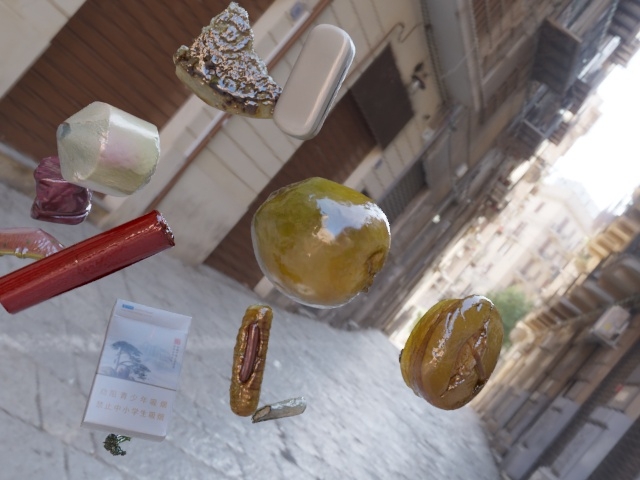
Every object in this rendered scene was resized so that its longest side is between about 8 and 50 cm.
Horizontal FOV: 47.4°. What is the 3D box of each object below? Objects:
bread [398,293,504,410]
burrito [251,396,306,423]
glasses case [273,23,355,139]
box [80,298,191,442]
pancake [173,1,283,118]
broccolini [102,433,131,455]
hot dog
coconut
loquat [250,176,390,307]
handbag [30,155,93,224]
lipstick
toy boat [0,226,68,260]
[{"bbox_3d":[0.300,0.246,1.633,0.195,0.269,0.143,45,-23,-23],"label":"bread"},{"bbox_3d":[-0.104,0.433,1.866,0.149,0.055,0.041,-6,39,-27],"label":"burrito"},{"bbox_3d":[-0.011,-0.267,1.234,0.083,0.196,0.050,27,3,16],"label":"glasses case"},{"bbox_3d":[-0.333,0.236,1.332,0.150,0.233,0.067,18,-29,-18],"label":"box"},{"bbox_3d":[-0.191,-0.404,1.630,0.266,0.244,0.057,13,-5,-2],"label":"pancake"},{"bbox_3d":[-0.417,0.425,1.602,0.194,0.052,0.054,-18,91,-70],"label":"broccolini"},{"bbox_3d":[-0.135,0.224,1.374,0.066,0.215,0.047,10,-5,8],"label":"hot dog"},{"bbox_3d":[-0.352,-0.151,1.186,0.153,0.147,0.147,17,15,-42],"label":"coconut"},{"bbox_3d":[0.000,0.000,1.523,0.284,0.276,0.276,47,-2,-2],"label":"loquat"},{"bbox_3d":[-0.661,-0.130,1.876,0.147,0.135,0.225,5,22,-14],"label":"handbag"},{"bbox_3d":[-0.369,0.033,1.152,0.073,0.280,0.073,157,-90,-88],"label":"lipstick"},{"bbox_3d":[-0.684,0.019,1.660,0.318,0.099,0.141,-1,12,33],"label":"toy boat"}]
